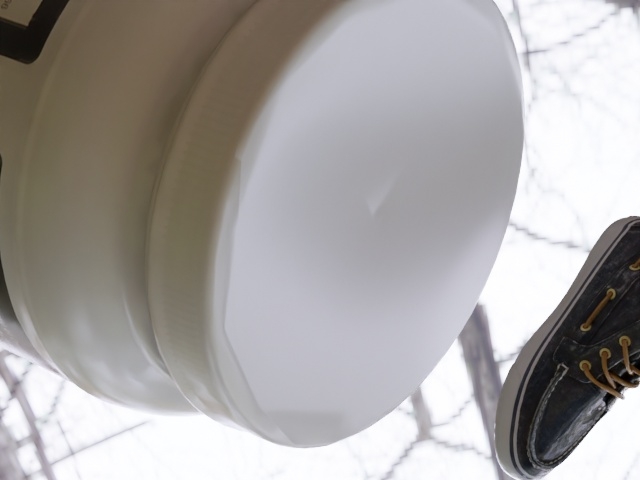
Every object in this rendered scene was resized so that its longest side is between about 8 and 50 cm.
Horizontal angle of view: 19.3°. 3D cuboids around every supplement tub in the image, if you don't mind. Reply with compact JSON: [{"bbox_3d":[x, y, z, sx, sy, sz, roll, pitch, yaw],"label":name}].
[{"bbox_3d":[-0.083,-0.049,0.693,0.272,0.191,0.191,22,-123,35],"label":"supplement tub"}]

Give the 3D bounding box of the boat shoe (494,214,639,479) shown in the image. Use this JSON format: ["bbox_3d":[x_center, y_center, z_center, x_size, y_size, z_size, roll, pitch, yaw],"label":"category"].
[{"bbox_3d":[0.176,0.070,1.138,0.083,0.065,0.183,18,-104,54],"label":"boat shoe"}]
